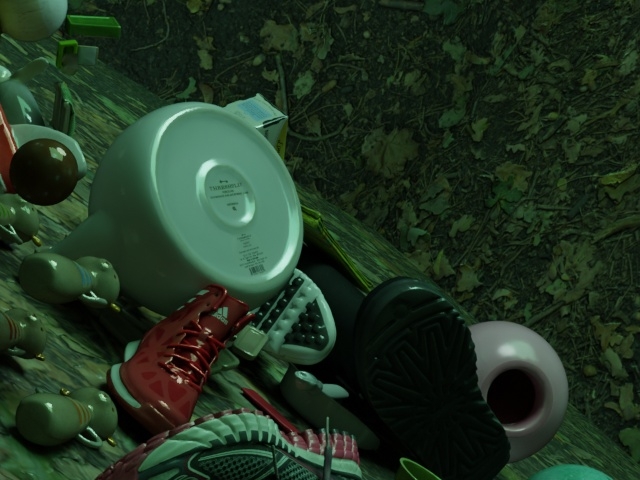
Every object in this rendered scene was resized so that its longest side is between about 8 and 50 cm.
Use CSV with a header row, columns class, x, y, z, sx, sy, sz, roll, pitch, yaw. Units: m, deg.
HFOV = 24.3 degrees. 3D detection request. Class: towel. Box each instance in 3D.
class,x,y,z,sx,sy,sz,roll,pitch,yaw
towel,0.000,0.000,2.092,0.102,0.021,0.237,34,-9,32

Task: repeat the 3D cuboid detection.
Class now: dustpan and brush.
class,x,y,z,sx,sy,sz,roll,pitch,yaw
dustpan and brush,-0.003,0.186,1.774,0.147,0.060,0.211,38,7,21

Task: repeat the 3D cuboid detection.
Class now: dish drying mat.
class,x,y,z,sx,sy,sz,roll,pitch,yaw
dish drying mat,-0.055,0.194,1.678,0.083,0.008,0.032,38,6,27

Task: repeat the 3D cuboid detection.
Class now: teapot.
class,x,y,z,sx,sy,sz,roll,pitch,yaw
teapot,-0.153,-0.016,1.600,0.256,0.187,0.252,36,47,-28

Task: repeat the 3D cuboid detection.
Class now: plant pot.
class,x,y,z,sx,sy,sz,roll,pitch,yaw
plant pot,0.092,0.278,1.517,0.083,0.079,0.083,36,7,-5

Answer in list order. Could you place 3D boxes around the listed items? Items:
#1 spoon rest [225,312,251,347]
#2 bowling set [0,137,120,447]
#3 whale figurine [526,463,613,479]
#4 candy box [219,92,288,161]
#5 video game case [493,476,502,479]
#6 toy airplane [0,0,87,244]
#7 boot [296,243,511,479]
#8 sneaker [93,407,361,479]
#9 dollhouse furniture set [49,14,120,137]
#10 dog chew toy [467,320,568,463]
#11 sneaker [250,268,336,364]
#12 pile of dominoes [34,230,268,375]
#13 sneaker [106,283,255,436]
class,x,y,z,sx,sy,sz,roll,pitch,yaw
spoon rest,-0.156,0.049,1.812,0.276,0.137,0.084,-126,-157,-49
bowling set,-0.232,0.022,1.217,0.287,0.200,0.154,42,7,15
whale figurine,0.359,0.386,1.845,0.272,0.141,0.216,40,7,27
candy box,-0.158,-0.084,1.983,0.233,0.159,0.071,-25,49,-32
video game case,0.216,0.333,2.028,0.143,0.019,0.157,33,7,-18
toy airplane,-0.373,-0.192,1.606,0.384,0.272,0.386,57,-21,-22
boot,0.040,0.096,1.955,0.445,0.146,0.367,46,-15,49
sneaker,-0.051,0.206,1.181,0.299,0.121,0.112,16,50,-50
dollhouse furniture set,-0.272,-0.184,1.721,0.059,0.151,0.076,2,24,-21
dog chew toy,0.233,0.216,2.209,0.207,0.206,0.332,34,-6,-11
sneaker,-0.062,0.093,1.861,0.292,0.110,0.118,26,-19,53
pile of dominoes,-0.186,0.076,1.641,0.251,0.040,0.196,42,29,27
sneaker,-0.126,0.101,1.396,0.087,0.128,0.221,43,6,-17
